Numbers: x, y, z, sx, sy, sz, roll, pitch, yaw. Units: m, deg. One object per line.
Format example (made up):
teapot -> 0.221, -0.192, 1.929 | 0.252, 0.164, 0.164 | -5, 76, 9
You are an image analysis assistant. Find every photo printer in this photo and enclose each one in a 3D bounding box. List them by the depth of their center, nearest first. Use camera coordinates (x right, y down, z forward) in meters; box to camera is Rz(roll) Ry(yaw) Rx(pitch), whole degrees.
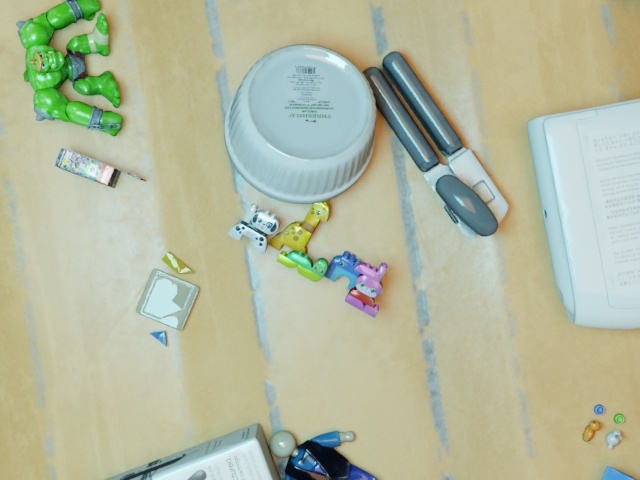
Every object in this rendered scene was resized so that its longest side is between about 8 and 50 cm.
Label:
photo printer -> 0.431, -0.037, 1.514 | 0.256, 0.107, 0.307 | -11, 91, 0

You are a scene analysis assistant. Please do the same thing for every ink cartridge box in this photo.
ink cartridge box -> -0.178, 0.392, 1.506 | 0.273, 0.114, 0.197 | -20, 91, 0
ink cartridge box -> -0.300, -0.092, 1.529 | 0.115, 0.063, 0.029 | 21, 89, -1

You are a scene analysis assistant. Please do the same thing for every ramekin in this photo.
ramekin -> -0.022, -0.161, 1.479 | 0.207, 0.109, 0.207 | 2, 72, -7

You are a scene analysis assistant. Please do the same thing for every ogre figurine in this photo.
ogre figurine -> -0.342, -0.235, 1.518 | 0.118, 0.097, 0.197 | -11, 106, -18

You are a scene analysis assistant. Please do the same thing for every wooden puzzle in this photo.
wooden puzzle -> -0.212, 0.082, 1.556 | 0.078, 0.014, 0.116 | 30, 90, 4

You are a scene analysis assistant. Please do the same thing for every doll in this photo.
doll -> 0.013, 0.321, 1.542 | 0.189, 0.046, 0.129 | 32, 81, 2

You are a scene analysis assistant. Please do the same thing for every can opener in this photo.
can opener -> 0.158, -0.130, 1.517 | 0.076, 0.095, 0.283 | -35, 91, -1

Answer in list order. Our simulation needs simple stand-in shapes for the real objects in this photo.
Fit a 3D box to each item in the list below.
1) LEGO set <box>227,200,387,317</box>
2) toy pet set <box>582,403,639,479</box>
LEGO set -> 0.000, 0.000, 1.519 | 0.227, 0.087, 0.093 | 29, 104, 0
toy pet set -> 0.420, 0.304, 1.536 | 0.122, 0.065, 0.114 | 24, 90, 0
